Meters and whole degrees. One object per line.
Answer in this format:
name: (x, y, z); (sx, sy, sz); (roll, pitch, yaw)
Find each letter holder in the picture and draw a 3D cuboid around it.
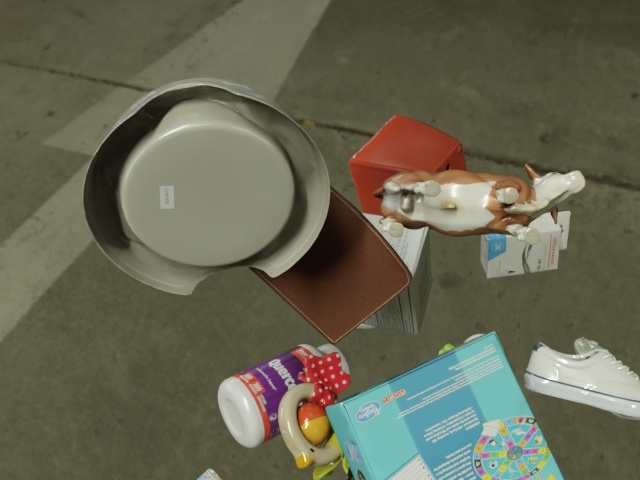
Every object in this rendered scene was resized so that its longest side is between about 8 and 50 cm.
letter holder: (0.000, 0.000, 1.251); (0.214, 0.302, 0.152); (-40, 19, 17)

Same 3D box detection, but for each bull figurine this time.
bull figurine: (0.228, -0.054, 0.987); (0.310, 0.101, 0.188); (-2, 9, 11)

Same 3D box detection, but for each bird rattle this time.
bird rattle: (0.003, 0.351, 1.359); (0.143, 0.206, 0.254); (-25, 73, 36)

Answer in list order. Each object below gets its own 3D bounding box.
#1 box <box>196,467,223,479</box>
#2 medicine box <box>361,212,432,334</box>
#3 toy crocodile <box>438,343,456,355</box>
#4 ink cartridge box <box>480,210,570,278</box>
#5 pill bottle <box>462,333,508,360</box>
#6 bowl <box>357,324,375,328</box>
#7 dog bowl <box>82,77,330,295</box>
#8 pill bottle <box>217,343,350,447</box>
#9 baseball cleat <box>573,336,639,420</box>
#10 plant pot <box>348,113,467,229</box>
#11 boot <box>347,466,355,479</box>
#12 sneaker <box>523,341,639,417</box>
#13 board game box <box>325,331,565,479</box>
box: (-0.077, 0.431, 0.714); (0.177, 0.279, 0.290); (-39, 69, -23)
medicine box: (0.090, 0.067, 1.524); (0.289, 0.263, 0.149); (10, 61, 17)
toy crocodile: (0.276, 0.397, 1.540); (0.105, 0.341, 0.115); (-3, 18, -39)
ink cartridge box: (0.416, 0.008, 1.361); (0.180, 0.104, 0.060); (-8, 37, 2)
pill bottle: (0.329, 0.232, 1.373); (0.087, 0.160, 0.087); (-4, 78, 19)
bowl: (0.128, 0.207, 2.079); (0.142, 0.142, 0.053); (8, 14, -21)
dog bowl: (-0.166, -0.080, 1.011); (0.348, 0.349, 0.102); (-16, 38, -1)
pill bottle: (-0.086, 0.380, 1.738); (0.322, 0.182, 0.181); (-21, 43, -32)
baseball cleat: (0.613, 0.306, 1.458); (0.072, 0.109, 0.206); (-23, 54, -30)
plant pot: (0.276, -0.176, 1.957); (0.235, 0.267, 0.267); (14, 48, 39)
boot: (0.119, 0.429, 1.240); (0.161, 0.247, 0.084); (8, 51, -14)
sneaker: (0.475, 0.229, 1.130); (0.258, 0.094, 0.091); (11, 92, 8)
board game box: (0.190, 0.327, 0.910); (0.253, 0.079, 0.336); (-19, 79, -21)
